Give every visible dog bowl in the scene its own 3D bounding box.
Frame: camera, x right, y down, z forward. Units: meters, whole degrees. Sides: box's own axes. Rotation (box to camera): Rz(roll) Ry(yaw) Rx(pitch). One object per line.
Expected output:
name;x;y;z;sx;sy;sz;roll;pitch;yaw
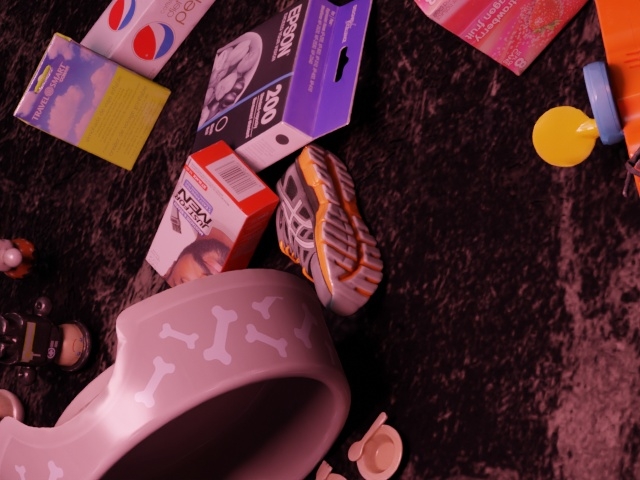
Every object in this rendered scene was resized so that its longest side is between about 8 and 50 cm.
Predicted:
dog bowl;-0.125;0.180;1.573;0.349;0.349;0.102;-46;61;20

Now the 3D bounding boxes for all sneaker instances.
sneaker;0.000;0.000;1.711;0.083;0.084;0.215;-40;38;24

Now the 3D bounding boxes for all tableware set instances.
tableware set;0.046;0.254;1.592;0.141;0.020;0.168;-48;45;18

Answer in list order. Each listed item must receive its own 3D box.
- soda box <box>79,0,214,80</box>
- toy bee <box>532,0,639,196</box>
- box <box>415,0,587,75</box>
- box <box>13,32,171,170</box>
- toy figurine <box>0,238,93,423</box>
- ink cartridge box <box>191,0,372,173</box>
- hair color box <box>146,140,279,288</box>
soda box;-0.188;-0.280;2.021;0.216;0.074;0.069;-50;45;16
toy bee;0.273;-0.083;1.441;0.195;0.162;0.298;0;40;29
box;0.211;-0.325;1.597;0.300;0.154;0.142;-48;46;16
box;-0.268;-0.162;1.969;0.042;0.178;0.109;29;93;47
toy figurine;-0.385;0.106;1.968;0.213;0.148;0.209;-46;59;23
ink cartridge box;-0.044;-0.165;1.810;0.208;0.045;0.206;-26;38;35
hair color box;-0.114;-0.011;1.770;0.093;0.053;0.167;45;138;18
